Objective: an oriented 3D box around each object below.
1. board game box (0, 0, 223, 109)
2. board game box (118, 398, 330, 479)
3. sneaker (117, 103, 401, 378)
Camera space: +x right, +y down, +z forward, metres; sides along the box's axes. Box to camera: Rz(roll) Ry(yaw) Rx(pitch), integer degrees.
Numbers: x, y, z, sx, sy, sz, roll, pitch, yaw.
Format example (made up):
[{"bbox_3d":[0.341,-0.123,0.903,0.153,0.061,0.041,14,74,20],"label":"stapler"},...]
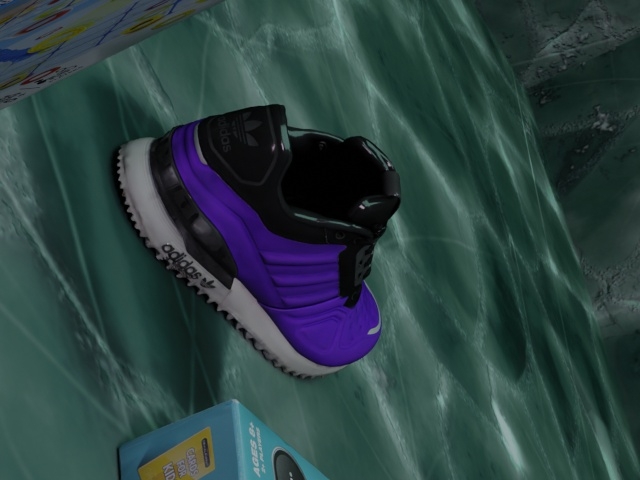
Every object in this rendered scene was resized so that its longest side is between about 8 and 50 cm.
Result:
[{"bbox_3d":[-0.121,-0.113,0.485,0.086,0.308,0.302,67,18,-3],"label":"board game box"},{"bbox_3d":[0.019,0.277,0.758,0.336,0.079,0.254,48,25,-44],"label":"board game box"},{"bbox_3d":[0.000,0.001,0.949,0.293,0.146,0.102,42,30,-52],"label":"sneaker"}]
